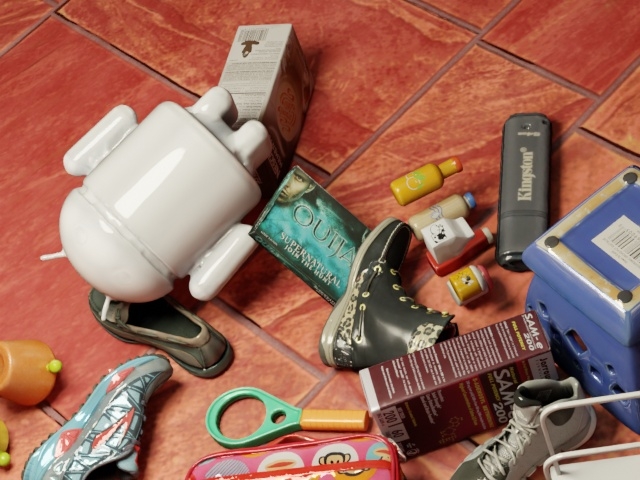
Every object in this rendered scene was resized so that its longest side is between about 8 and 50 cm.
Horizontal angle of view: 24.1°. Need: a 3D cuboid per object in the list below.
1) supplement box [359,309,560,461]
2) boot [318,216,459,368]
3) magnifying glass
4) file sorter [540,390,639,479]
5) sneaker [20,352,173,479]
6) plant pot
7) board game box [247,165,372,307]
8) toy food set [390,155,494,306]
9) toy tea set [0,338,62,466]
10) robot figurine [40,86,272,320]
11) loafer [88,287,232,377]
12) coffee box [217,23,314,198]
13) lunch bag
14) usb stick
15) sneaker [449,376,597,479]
[{"bbox_3d":[0.184,0.188,1.925,0.239,0.130,0.073,-21,48,4],"label":"supplement box"},{"bbox_3d":[0.119,0.086,2.054,0.178,0.085,0.236,12,64,34],"label":"boot"},{"bbox_3d":[-0.047,0.242,2.035,0.231,0.026,0.092,0,52,19],"label":"magnifying glass"},{"bbox_3d":[0.359,0.334,1.716,0.192,0.173,0.278,-10,50,13],"label":"file sorter"},{"bbox_3d":[-0.280,0.274,2.062,0.125,0.104,0.262,37,74,19],"label":"sneaker"},{"bbox_3d":[0.402,0.060,1.898,0.236,0.212,0.236,-36,49,-12],"label":"plant pot"},{"bbox_3d":[0.000,0.000,2.123,0.026,0.186,0.126,-20,34,57],"label":"board game box"},{"bbox_3d":[0.196,-0.007,2.091,0.104,0.111,0.232,-28,46,-3],"label":"toy food set"},{"bbox_3d":[-0.520,0.192,2.212,0.336,0.124,0.200,32,97,33],"label":"toy tea set"},{"bbox_3d":[-0.225,-0.054,2.122,0.353,0.200,0.300,-45,78,-5],"label":"robot figurine"},{"bbox_3d":[-0.240,0.107,2.172,0.267,0.084,0.096,23,65,33],"label":"loafer"},{"bbox_3d":[-0.096,-0.200,2.336,0.098,0.141,0.247,1,54,21],"label":"coffee box"},{"bbox_3d":[-0.028,0.352,1.884,0.293,0.120,0.258,-9,46,11],"label":"lunch bag"},{"bbox_3d":[0.293,-0.073,2.155,0.077,0.045,0.278,-5,51,17],"label":"usb stick"},{"bbox_3d":[0.235,0.241,1.861,0.228,0.132,0.086,-35,49,-11],"label":"sneaker"}]
